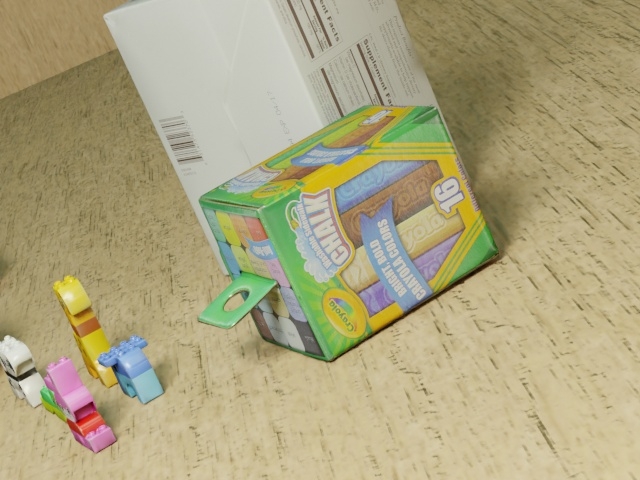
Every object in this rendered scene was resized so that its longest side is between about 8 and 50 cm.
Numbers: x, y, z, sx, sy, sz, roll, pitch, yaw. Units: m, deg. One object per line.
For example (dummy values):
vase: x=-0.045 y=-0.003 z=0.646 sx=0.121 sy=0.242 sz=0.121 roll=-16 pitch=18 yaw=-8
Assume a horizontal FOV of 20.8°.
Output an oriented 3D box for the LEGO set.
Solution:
LEGO set: x=-0.199 y=0.086 z=1.399 sx=0.087 sy=0.093 sz=0.227 roll=-30 pitch=17 yaw=-20

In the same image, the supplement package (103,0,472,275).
supplement package: x=-0.027 y=-0.122 z=1.513 sx=0.204 sy=0.262 sz=0.145 roll=-6 pitch=24 yaw=46

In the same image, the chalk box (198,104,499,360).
chalk box: x=0.000 y=0.000 z=1.329 sx=0.213 sy=0.132 sz=0.132 roll=-30 pitch=17 yaw=-21
